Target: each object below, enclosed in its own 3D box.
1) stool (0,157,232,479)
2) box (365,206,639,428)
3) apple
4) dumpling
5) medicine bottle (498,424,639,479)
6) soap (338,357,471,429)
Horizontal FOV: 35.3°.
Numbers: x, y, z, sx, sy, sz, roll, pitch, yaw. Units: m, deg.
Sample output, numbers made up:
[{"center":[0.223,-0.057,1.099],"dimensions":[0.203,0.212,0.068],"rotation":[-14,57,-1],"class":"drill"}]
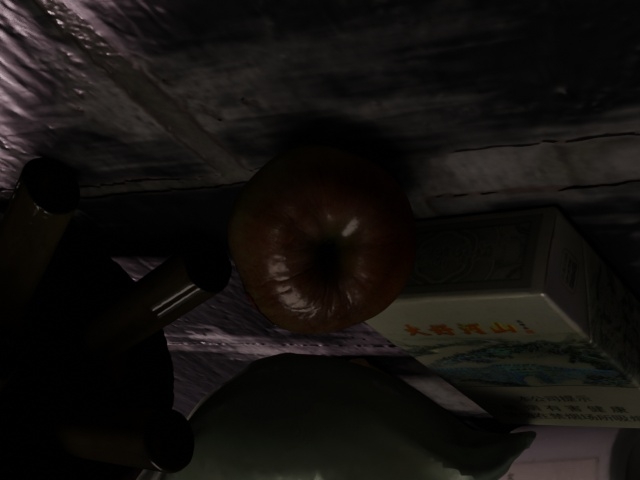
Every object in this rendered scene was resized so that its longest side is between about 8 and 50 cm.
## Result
[{"center":[-0.211,0.086,0.819],"dimensions":[0.272,0.272,0.178],"rotation":[29,140,-28],"class":"stool"},{"center":[0.159,0.071,0.776],"dimensions":[0.164,0.069,0.256],"rotation":[-6,148,39],"class":"box"},{"center":[0.001,-0.003,0.658],"dimensions":[0.126,0.126,0.102],"rotation":[22,-172,-15],"class":"apple"},{"center":[-0.004,0.213,0.907],"dimensions":[0.320,0.212,0.270],"rotation":[22,162,8],"class":"dumpling"},{"center":[0.251,0.258,1.039],"dimensions":[0.144,0.144,0.252],"rotation":[29,153,-28],"class":"medicine bottle"},{"center":[0.081,0.193,1.121],"dimensions":[0.092,0.037,0.252],"rotation":[-8,146,39],"class":"soap"}]
